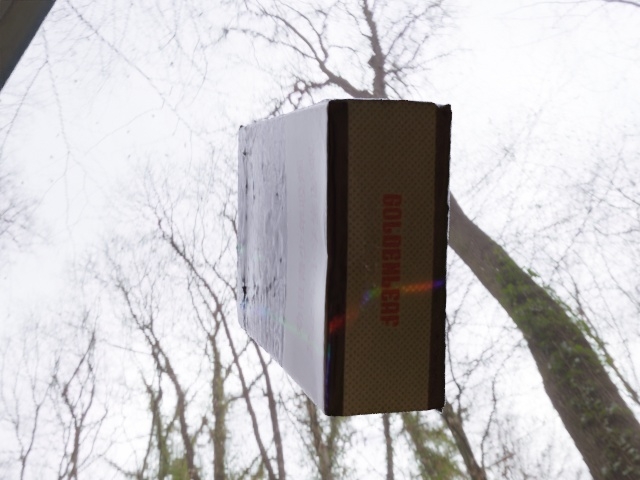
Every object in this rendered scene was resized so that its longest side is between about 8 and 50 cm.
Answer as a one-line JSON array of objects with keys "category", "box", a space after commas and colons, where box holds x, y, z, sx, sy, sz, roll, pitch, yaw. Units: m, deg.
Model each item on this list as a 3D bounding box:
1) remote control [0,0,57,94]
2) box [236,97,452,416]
[{"category": "remote control", "box": [-0.173, -0.088, 0.358, 0.047, 0.087, 0.244, 31, -89, -47]}, {"category": "box", "box": [0.000, 0.000, 0.609, 0.084, 0.310, 0.198, -1, -84, -16]}]
